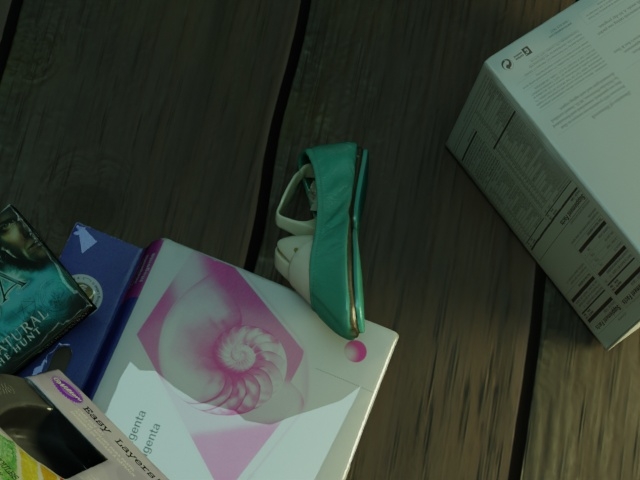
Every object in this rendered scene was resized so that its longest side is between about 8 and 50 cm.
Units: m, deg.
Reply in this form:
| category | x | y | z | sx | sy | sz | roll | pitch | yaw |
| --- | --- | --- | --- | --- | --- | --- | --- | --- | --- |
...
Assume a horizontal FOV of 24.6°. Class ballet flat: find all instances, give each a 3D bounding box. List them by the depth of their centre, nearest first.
| category | x | y | z | sx | sy | sz | roll | pitch | yaw |
| --- | --- | --- | --- | --- | --- | --- | --- | --- | --- |
| ballet flat | 0.000 | 0.000 | 1.359 | 0.087 | 0.083 | 0.247 | 0 | 42 | 3 |

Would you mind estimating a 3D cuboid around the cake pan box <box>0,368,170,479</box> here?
| category | x | y | z | sx | sy | sz | roll | pitch | yaw |
| --- | --- | --- | --- | --- | --- | --- | --- | --- | --- |
| cake pan box | -0.189 | 0.216 | 1.139 | 0.267 | 0.246 | 0.070 | 44 | 99 | 10 |

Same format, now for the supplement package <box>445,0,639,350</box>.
| category | x | y | z | sx | sy | sz | roll | pitch | yaw |
| --- | --- | --- | --- | --- | --- | --- | --- | --- | --- |
| supplement package | 0.287 | -0.076 | 1.382 | 0.199 | 0.198 | 0.263 | -33 | 77 | -16 |

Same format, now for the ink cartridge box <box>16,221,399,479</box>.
| category | x | y | z | sx | sy | sz | roll | pitch | yaw |
| --- | --- | --- | --- | --- | --- | --- | --- | --- | --- |
| ink cartridge box | -0.136 | 0.172 | 1.322 | 0.330 | 0.071 | 0.324 | 21 | 71 | 0 |

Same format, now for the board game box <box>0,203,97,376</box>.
| category | x | y | z | sx | sy | sz | roll | pitch | yaw |
| --- | --- | --- | --- | --- | --- | --- | --- | --- | --- |
| board game box | -0.314 | 0.073 | 1.336 | 0.186 | 0.026 | 0.126 | -40 | 79 | -3 |
